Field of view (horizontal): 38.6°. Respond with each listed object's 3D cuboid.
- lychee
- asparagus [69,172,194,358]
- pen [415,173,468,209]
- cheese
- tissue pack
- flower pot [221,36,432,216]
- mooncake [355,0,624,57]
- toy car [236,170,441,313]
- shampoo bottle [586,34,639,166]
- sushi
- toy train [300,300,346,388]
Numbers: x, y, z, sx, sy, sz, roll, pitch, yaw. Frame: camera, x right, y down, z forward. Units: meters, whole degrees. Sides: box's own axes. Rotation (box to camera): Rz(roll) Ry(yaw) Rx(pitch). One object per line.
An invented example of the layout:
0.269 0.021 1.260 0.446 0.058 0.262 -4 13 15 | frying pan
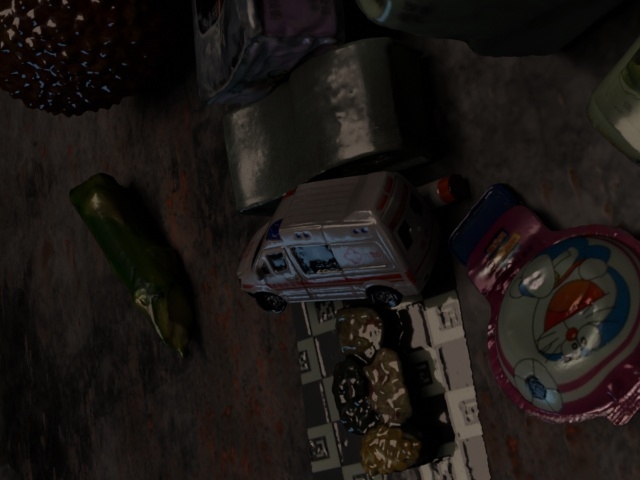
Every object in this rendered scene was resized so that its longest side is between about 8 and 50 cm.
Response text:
-0.316 -0.291 1.151 0.304 0.276 0.275 3 91 32 | lychee
-0.249 0.016 1.212 0.343 0.082 0.085 51 122 37 | asparagus
0.056 -0.025 0.882 0.218 0.026 0.026 -18 75 50 | pen
0.172 0.040 0.698 0.155 0.062 0.244 -52 38 16 | cheese
-0.067 -0.333 0.915 0.259 0.122 0.361 163 103 -74 | tissue pack
0.007 -0.101 0.882 0.229 0.103 0.108 -20 74 48 | flower pot
0.141 -0.234 0.604 0.254 0.250 0.136 -37 63 45 | mooncake
0.000 0.000 0.839 0.210 0.108 0.089 -6 49 34 | toy car
0.276 -0.143 0.559 0.118 0.087 0.234 42 123 19 | shampoo bottle
0.043 0.140 0.835 0.192 0.050 0.215 -16 76 34 | sushi
0.009 0.081 0.927 0.071 0.038 0.147 -15 77 47 | toy train
